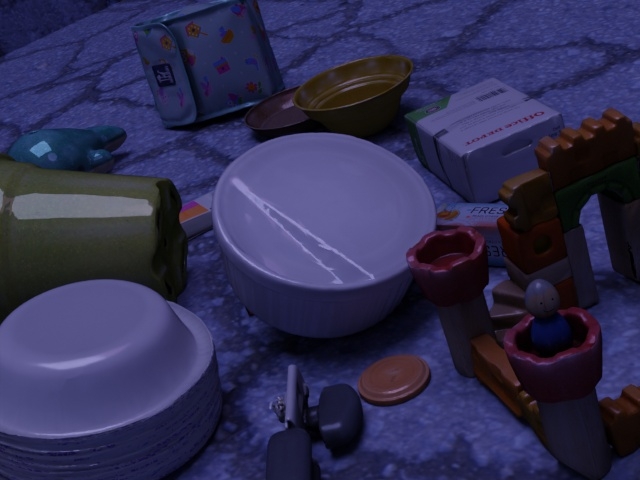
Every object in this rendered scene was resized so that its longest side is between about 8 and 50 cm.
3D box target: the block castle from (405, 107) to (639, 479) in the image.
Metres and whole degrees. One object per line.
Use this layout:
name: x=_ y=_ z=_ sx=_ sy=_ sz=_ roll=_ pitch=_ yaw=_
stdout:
block castle: x=0.342 y=0.006 z=1.067 sx=0.453 sy=0.213 sz=0.303 roll=-25 pitch=27 yaw=-10

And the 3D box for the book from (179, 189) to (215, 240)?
book: x=-0.212 y=-0.037 z=1.708 sx=0.144 sy=0.035 sz=0.096 roll=-27 pitch=25 yaw=-15

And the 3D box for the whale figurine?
whale figurine: x=-0.484 y=-0.165 z=2.003 sx=0.216 sy=0.141 sz=0.272 roll=-2 pitch=31 yaw=31

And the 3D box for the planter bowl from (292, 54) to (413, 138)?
planter bowl: x=0.067 y=-0.236 z=1.833 sx=0.217 sy=0.090 sz=0.217 roll=-15 pitch=28 yaw=8

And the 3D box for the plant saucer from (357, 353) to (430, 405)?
plant saucer: x=0.081 y=0.153 z=1.180 sx=0.083 sy=0.013 sz=0.083 roll=-16 pitch=28 yaw=8

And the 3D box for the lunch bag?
lunch bag: x=-0.232 y=-0.357 z=2.107 sx=0.262 sy=0.223 sz=0.160 roll=-13 pitch=20 yaw=13

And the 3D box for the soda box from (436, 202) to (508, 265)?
soda box: x=0.226 y=-0.007 z=1.330 sx=0.183 sy=0.063 sz=0.058 roll=4 pitch=34 yaw=36

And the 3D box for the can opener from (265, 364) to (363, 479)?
can opener: x=-0.011 y=0.220 z=1.048 sx=0.093 sy=0.074 sz=0.280 roll=-13 pitch=28 yaw=11

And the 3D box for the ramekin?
ramekin: x=0.000 y=0.000 z=1.303 sx=0.273 sy=0.127 sz=0.273 roll=4 pitch=46 yaw=-4

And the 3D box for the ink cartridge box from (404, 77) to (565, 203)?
ink cartridge box: x=0.242 y=-0.148 z=1.550 sx=0.160 sy=0.092 sz=0.219 roll=-23 pitch=27 yaw=-7

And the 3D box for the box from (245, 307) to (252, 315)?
box: x=-0.110 y=0.030 z=1.445 sx=0.027 sy=0.094 sz=0.137 roll=-20 pitch=26 yaw=-2

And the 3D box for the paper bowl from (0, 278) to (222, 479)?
paper bowl: x=-0.260 y=0.149 z=1.206 sx=0.284 sy=0.148 sz=0.284 roll=-5 pitch=29 yaw=3

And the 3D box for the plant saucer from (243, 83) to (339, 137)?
plant saucer: x=-0.044 y=-0.239 z=1.971 sx=0.199 sy=0.036 sz=0.198 roll=-16 pitch=28 yaw=8

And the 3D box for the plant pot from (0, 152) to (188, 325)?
plant pot: x=-0.328 y=0.007 z=1.486 sx=0.254 sy=0.276 sz=0.276 roll=-3 pitch=29 yaw=7
